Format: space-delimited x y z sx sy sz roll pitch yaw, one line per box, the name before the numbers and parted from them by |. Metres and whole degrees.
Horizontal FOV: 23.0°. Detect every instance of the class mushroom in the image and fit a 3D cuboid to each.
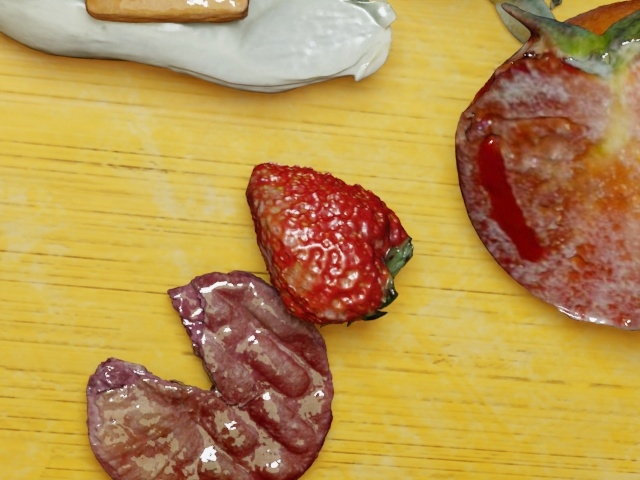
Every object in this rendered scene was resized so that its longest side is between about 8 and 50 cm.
mushroom | -0.119 -0.177 1.244 0.351 0.109 0.097 6 121 -9

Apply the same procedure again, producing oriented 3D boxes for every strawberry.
strawberry | -0.001 0.007 1.297 0.148 0.131 0.131 21 100 -6

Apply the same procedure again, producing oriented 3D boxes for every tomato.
tomato | 0.270 -0.084 1.286 0.309 0.170 0.309 16 135 17

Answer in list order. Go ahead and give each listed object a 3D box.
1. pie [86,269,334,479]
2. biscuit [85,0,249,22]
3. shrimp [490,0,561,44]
pie | -0.093 0.137 1.354 0.218 0.054 0.204 -33 105 -1
biscuit | -0.161 -0.277 1.185 0.306 0.043 0.284 44 81 10
shrimp | 0.237 -0.225 1.318 0.217 0.051 0.150 5 108 -4
